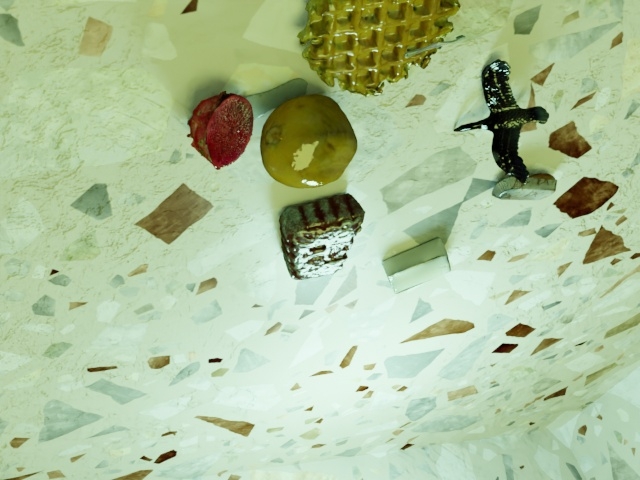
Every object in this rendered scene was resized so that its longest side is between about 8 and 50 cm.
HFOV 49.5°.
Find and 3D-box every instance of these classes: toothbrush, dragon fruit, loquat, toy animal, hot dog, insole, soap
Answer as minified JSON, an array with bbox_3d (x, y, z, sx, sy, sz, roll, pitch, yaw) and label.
[{"bbox_3d":[0.218,-0.371,1.324,0.131,0.013,0.011,-20,132,-13],"label":"toothbrush"},{"bbox_3d":[-0.214,-0.228,1.345,0.153,0.111,0.153,-46,147,-43],"label":"dragon fruit"},{"bbox_3d":[-0.024,-0.197,1.404,0.234,0.176,0.187,-7,146,-50],"label":"loquat"},{"bbox_3d":[0.410,-0.260,1.589,0.160,0.272,0.197,-14,-175,-38],"label":"toy animal"},{"bbox_3d":[0.550,-0.143,1.860,0.191,0.059,0.108,-2,154,-30],"label":"hot dog"},{"bbox_3d":[-0.116,-0.277,1.398,0.197,0.004,0.065,-24,144,4],"label":"insole"},{"bbox_3d":[0.279,0.076,2.005,0.183,0.064,0.121,-23,145,3],"label":"soap"}]

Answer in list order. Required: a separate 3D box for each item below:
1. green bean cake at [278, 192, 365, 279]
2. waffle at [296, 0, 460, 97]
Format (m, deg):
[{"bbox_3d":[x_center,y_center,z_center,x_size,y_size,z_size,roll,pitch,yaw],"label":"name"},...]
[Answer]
[{"bbox_3d":[0.000,0.000,1.737,0.198,0.097,0.233,-12,143,-13],"label":"green bean cake"},{"bbox_3d":[0.117,-0.406,1.294,0.325,0.068,0.302,-40,140,27],"label":"waffle"}]
